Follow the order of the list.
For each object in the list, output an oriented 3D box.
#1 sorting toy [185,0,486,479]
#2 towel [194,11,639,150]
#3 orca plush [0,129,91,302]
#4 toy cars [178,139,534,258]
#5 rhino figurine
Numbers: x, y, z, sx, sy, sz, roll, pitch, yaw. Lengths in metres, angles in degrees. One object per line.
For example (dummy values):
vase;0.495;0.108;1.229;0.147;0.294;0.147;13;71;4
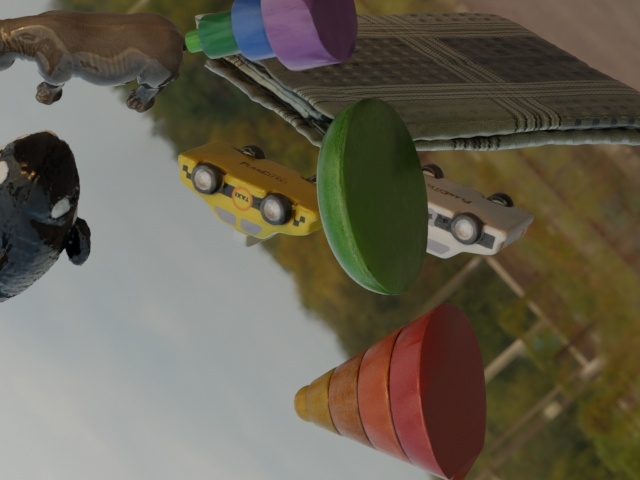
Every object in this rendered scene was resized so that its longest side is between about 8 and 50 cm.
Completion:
sorting toy;0.000;0.000;1.056;0.127;0.126;0.365;-52;-52;-54
towel;0.085;-0.127;1.323;0.324;0.056;0.312;-3;-156;-25
orca plush;-0.309;0.010;1.418;0.151;0.287;0.102;48;-135;-20
toy cars;0.035;-0.029;1.776;0.394;0.087;0.176;6;-154;-12
rhino figurine;-0.240;-0.178;1.508;0.106;0.243;0.073;126;142;-60
